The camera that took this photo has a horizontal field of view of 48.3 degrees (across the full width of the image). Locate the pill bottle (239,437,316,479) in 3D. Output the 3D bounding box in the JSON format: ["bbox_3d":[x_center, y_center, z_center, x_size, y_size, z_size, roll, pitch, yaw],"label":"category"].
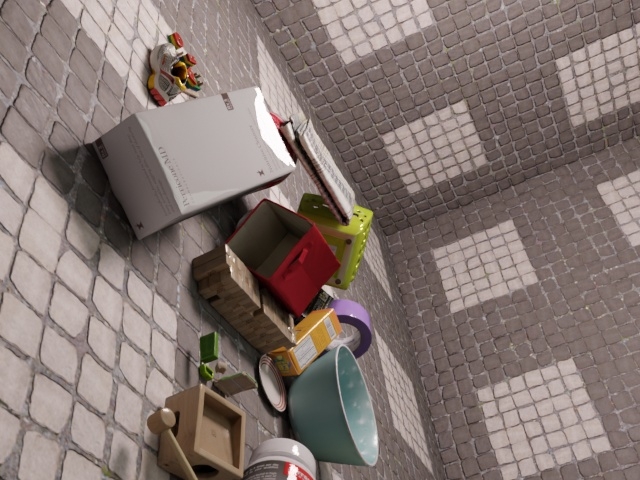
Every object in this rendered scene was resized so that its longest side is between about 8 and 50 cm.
[{"bbox_3d":[-0.086,0.501,1.305,0.283,0.161,0.161,-77,143,-68],"label":"pill bottle"}]

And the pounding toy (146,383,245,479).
[{"bbox_3d":[-0.226,0.339,1.186,0.206,0.094,0.181,45,30,-38],"label":"pounding toy"}]

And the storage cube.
[{"bbox_3d":[-0.098,0.043,1.789,0.215,0.184,0.193,27,-19,38],"label":"storage cube"}]

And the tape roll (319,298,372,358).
[{"bbox_3d":[0.062,0.279,2.199,0.080,0.188,0.189,-89,154,-58],"label":"tape roll"}]

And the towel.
[{"bbox_3d":[0.008,-0.218,2.003,0.324,0.056,0.312,57,14,-11],"label":"towel"}]

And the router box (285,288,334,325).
[{"bbox_3d":[-0.043,0.182,2.073,0.133,0.046,0.179,39,29,-3],"label":"router box"}]

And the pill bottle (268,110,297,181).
[{"bbox_3d":[-0.206,-0.235,1.877,0.407,0.229,0.229,-40,107,-77],"label":"pill bottle"}]

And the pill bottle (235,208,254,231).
[{"bbox_3d":[-0.158,-0.035,1.989,0.208,0.119,0.119,-31,98,-77],"label":"pill bottle"}]

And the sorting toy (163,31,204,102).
[{"bbox_3d":[-0.374,-0.468,1.990,0.132,0.046,0.275,0,69,-76],"label":"sorting toy"}]

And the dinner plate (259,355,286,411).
[{"bbox_3d":[-0.120,0.349,1.737,0.141,0.017,0.141,-21,90,-77],"label":"dinner plate"}]

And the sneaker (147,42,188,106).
[{"bbox_3d":[-0.376,-0.429,1.813,0.088,0.092,0.225,54,18,-46],"label":"sneaker"}]

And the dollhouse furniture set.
[{"bbox_3d":[-0.196,0.255,1.458,0.152,0.076,0.059,55,19,-42],"label":"dollhouse furniture set"}]

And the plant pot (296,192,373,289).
[{"bbox_3d":[0.016,0.009,2.091,0.207,0.228,0.227,-63,168,-73],"label":"plant pot"}]

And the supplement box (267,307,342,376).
[{"bbox_3d":[-0.038,0.266,1.879,0.233,0.078,0.080,-35,108,-50],"label":"supplement box"}]

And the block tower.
[{"bbox_3d":[-0.174,0.151,1.684,0.335,0.097,0.091,52,20,-44],"label":"block tower"}]

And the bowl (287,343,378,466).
[{"bbox_3d":[0.023,0.435,1.821,0.311,0.163,0.312,-18,90,-76],"label":"bowl"}]

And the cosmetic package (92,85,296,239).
[{"bbox_3d":[-0.248,-0.172,1.478,0.385,0.156,0.217,-33,99,-54],"label":"cosmetic package"}]
